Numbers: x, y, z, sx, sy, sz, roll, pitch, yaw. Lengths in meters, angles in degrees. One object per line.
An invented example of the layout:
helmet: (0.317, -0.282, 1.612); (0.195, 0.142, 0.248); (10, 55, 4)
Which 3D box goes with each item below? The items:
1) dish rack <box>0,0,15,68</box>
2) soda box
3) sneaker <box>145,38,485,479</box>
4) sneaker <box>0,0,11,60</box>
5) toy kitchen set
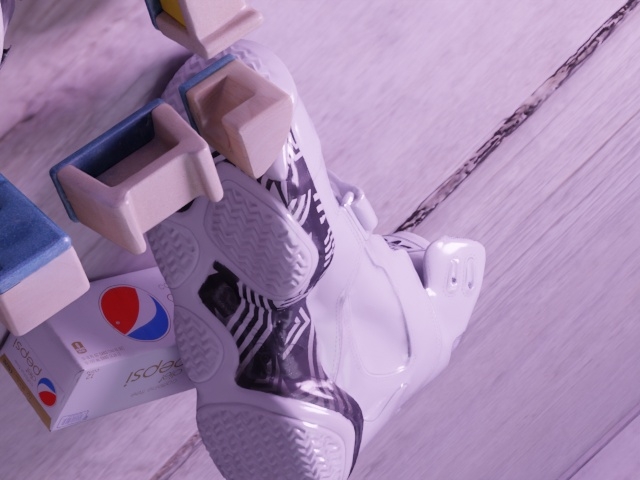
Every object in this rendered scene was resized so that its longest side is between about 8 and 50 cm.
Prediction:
dish rack: (-0.264, -0.062, 0.905); (0.208, 0.074, 0.271); (-48, 155, 18)
soda box: (-0.121, 0.067, 1.337); (0.216, 0.074, 0.069); (-13, 144, -46)
sneaker: (0.000, 0.000, 1.276); (0.210, 0.137, 0.366); (-39, 134, -39)
sneaker: (-0.172, -0.204, 0.769); (0.102, 0.146, 0.293); (5, 117, -2)
toy kitchen set: (-0.141, -0.085, 1.043); (0.207, 0.122, 0.166); (-35, 135, -19)
